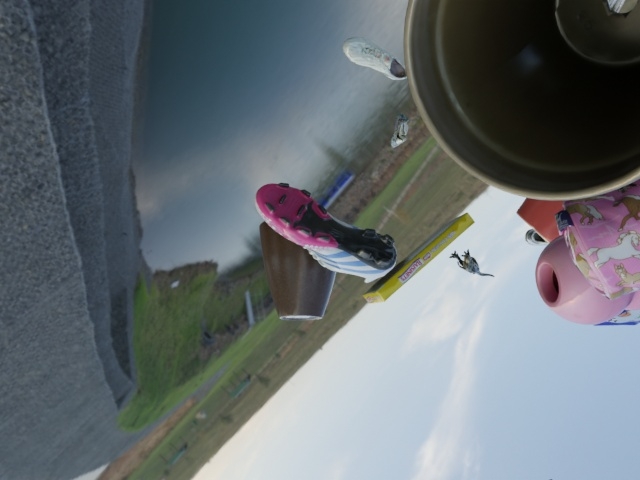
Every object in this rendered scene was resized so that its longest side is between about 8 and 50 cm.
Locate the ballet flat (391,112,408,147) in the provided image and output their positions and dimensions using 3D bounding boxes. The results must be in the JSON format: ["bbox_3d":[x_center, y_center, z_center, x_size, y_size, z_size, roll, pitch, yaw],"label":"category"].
[{"bbox_3d":[0.220,-0.294,1.380,0.041,0.041,0.114,-46,156,-32],"label":"ballet flat"}]

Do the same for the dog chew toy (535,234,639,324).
[{"bbox_3d":[0.658,0.069,1.103,0.331,0.207,0.206,-8,173,-3],"label":"dog chew toy"}]

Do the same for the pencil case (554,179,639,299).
[{"bbox_3d":[0.537,-0.066,0.694,0.385,0.167,0.160,-28,-174,21],"label":"pencil case"}]

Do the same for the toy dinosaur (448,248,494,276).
[{"bbox_3d":[0.550,0.084,1.845,0.064,0.118,0.268,-51,145,15],"label":"toy dinosaur"}]

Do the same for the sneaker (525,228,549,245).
[{"bbox_3d":[0.907,-0.016,1.903,0.234,0.090,0.095,-8,173,11],"label":"sneaker"}]

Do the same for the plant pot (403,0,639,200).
[{"bbox_3d":[0.306,-0.252,0.579,0.280,0.323,0.323,-37,171,-32],"label":"plant pot"}]

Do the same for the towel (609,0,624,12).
[{"bbox_3d":[0.500,-0.396,0.877,0.209,0.034,0.285,-53,161,-33],"label":"towel"}]

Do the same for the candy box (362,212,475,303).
[{"bbox_3d":[0.164,0.033,0.851,0.205,0.027,0.105,-39,180,-11],"label":"candy box"}]

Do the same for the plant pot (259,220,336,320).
[{"bbox_3d":[-0.050,0.079,1.252,0.215,0.215,0.231,121,-29,-73],"label":"plant pot"}]

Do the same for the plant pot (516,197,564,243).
[{"bbox_3d":[0.713,-0.098,1.412,0.243,0.275,0.275,-49,177,17],"label":"plant pot"}]

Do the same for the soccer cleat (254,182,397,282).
[{"bbox_3d":[0.000,0.000,1.066,0.143,0.331,0.116,-51,-165,54],"label":"soccer cleat"}]

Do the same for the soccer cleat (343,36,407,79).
[{"bbox_3d":[0.150,-0.478,1.315,0.076,0.196,0.068,41,-69,58],"label":"soccer cleat"}]

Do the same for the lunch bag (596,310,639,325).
[{"bbox_3d":[1.088,0.083,1.691,0.238,0.328,0.385,0,152,-15],"label":"lunch bag"}]

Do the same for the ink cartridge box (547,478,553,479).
[{"bbox_3d":[0.534,0.674,1.234,0.150,0.063,0.109,-23,-164,3],"label":"ink cartridge box"}]
